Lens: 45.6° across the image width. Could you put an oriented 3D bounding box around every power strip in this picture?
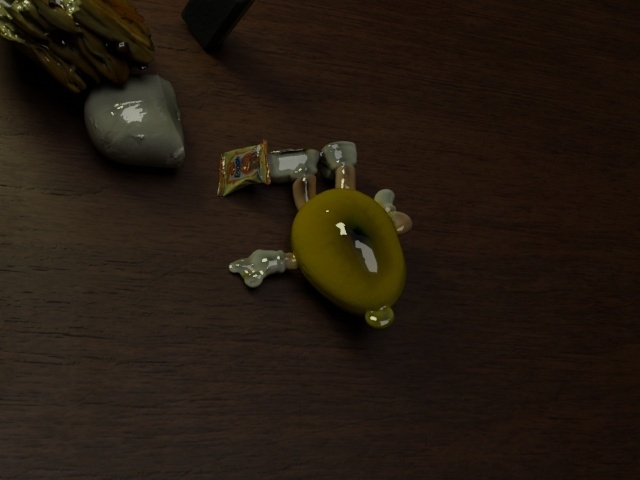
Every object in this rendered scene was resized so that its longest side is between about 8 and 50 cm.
[{"bbox_3d":[-0.219,-0.504,1.625,0.070,0.256,0.105,-36,96,-28],"label":"power strip"}]

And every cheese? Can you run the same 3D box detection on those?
[{"bbox_3d":[-0.364,-0.235,1.493,0.188,0.154,0.198,-8,68,-18],"label":"cheese"}]

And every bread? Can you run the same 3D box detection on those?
[{"bbox_3d":[-0.512,-0.430,1.430,0.370,0.191,0.314,32,13,-31],"label":"bread"}]

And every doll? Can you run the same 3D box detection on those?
[{"bbox_3d":[0.013,-0.030,1.533,0.347,0.161,0.423,8,60,9],"label":"doll"}]

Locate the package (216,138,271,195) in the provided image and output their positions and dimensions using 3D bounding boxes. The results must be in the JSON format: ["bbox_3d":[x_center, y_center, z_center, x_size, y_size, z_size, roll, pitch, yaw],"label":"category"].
[{"bbox_3d":[-0.157,-0.149,1.566,0.120,0.031,0.108,-13,59,22],"label":"package"}]
